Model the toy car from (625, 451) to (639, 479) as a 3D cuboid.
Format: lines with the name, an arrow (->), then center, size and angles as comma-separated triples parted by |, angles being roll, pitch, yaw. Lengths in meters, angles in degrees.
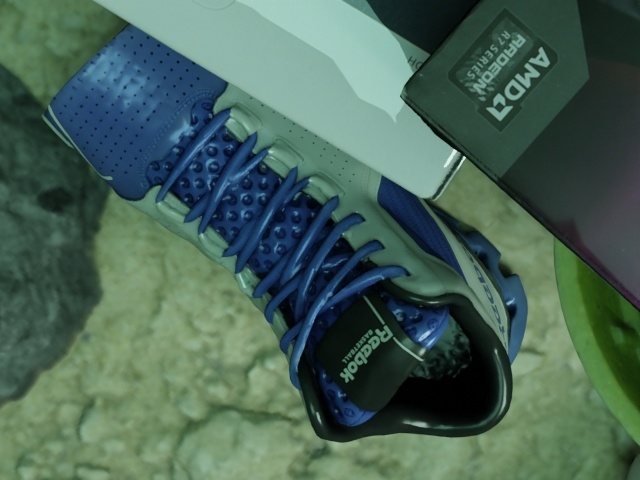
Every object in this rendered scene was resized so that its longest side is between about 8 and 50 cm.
toy car -> 0.236, 0.220, 1.014 | 0.182, 0.159, 0.136 | -48, 138, 14

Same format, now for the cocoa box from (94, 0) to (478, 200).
cocoa box -> -0.038, -0.224, 0.790 | 0.347, 0.231, 0.228 | 30, 105, -11

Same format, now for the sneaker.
sneaker -> 0.001, 0.001, 0.898 | 0.315, 0.182, 0.127 | 39, 103, -13

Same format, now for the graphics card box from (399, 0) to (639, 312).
graphics card box -> 0.243, -0.019, 0.640 | 0.371, 0.094, 0.233 | 43, 99, 8

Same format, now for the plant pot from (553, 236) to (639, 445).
plant pot -> 0.286, 0.018, 0.845 | 0.276, 0.254, 0.276 | -5, 77, 23
